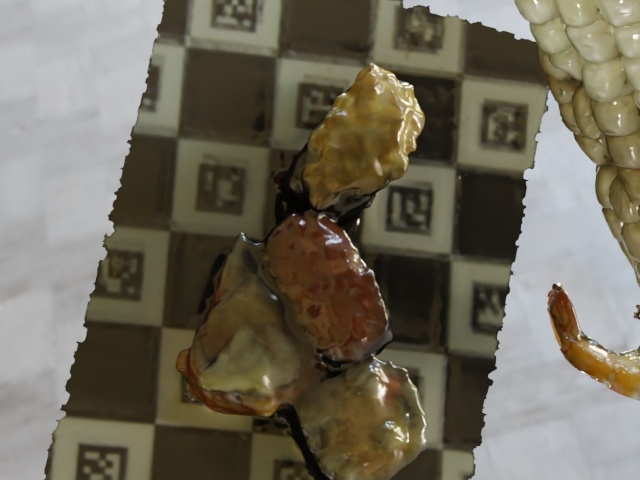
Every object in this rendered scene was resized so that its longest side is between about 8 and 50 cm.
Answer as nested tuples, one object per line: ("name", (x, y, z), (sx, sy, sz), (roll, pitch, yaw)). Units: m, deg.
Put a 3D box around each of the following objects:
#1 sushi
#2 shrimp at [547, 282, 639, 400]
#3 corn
("sushi", (0.000, 0.000, 0.627), (0.139, 0.031, 0.201), (14, 75, -7))
("shrimp", (0.168, 0.028, 1.020), (0.091, 0.025, 0.127), (22, 52, 5))
("corn", (0.104, -0.042, 0.542), (0.087, 0.211, 0.087), (-17, 24, 8))
